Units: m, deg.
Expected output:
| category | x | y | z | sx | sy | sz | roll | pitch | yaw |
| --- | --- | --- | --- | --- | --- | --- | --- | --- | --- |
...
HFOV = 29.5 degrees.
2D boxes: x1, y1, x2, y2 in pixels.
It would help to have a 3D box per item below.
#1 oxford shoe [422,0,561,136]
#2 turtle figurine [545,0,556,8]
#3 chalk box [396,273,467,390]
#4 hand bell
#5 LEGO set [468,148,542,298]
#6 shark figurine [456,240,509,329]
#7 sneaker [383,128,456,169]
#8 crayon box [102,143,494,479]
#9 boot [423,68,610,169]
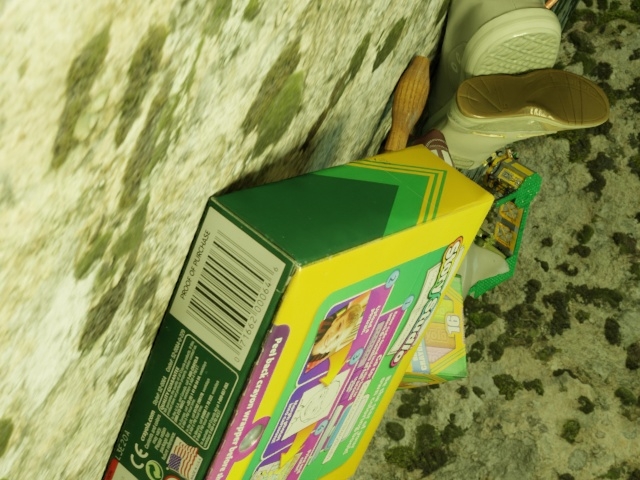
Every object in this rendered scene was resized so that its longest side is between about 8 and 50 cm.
| category | x | y | z | sx | sy | sz | roll | pitch | yaw |
| --- | --- | --- | --- | --- | --- | --- | --- | --- | --- |
| oxford shoe | 0.223 | -0.232 | 1.646 | 0.169 | 0.130 | 0.449 | -15 | 163 | -6 |
| turtle figurine | 0.343 | -0.453 | 1.784 | 0.217 | 0.087 | 0.270 | -56 | 164 | -79 |
| chalk box | 0.054 | 0.102 | 1.443 | 0.132 | 0.213 | 0.132 | -17 | -110 | 49 |
| hand bell | 0.088 | -0.104 | 1.430 | 0.126 | 0.126 | 0.242 | 77 | 31 | -77 |
| LEGO set | 0.166 | -0.024 | 1.871 | 0.331 | 0.192 | 0.255 | -33 | 141 | -28 |
| shark figurine | 0.191 | 0.053 | 1.629 | 0.166 | 0.116 | 0.278 | -101 | -171 | -53 |
| sneaker | 0.086 | -0.037 | 1.582 | 0.281 | 0.106 | 0.163 | -43 | -144 | 35 |
| crayon box | -0.024 | 0.107 | 1.106 | 0.313 | 0.106 | 0.363 | -19 | 140 | -53 |
| boot | 0.248 | -0.151 | 1.572 | 0.165 | 0.213 | 0.077 | 128 | -42 | -64 |
